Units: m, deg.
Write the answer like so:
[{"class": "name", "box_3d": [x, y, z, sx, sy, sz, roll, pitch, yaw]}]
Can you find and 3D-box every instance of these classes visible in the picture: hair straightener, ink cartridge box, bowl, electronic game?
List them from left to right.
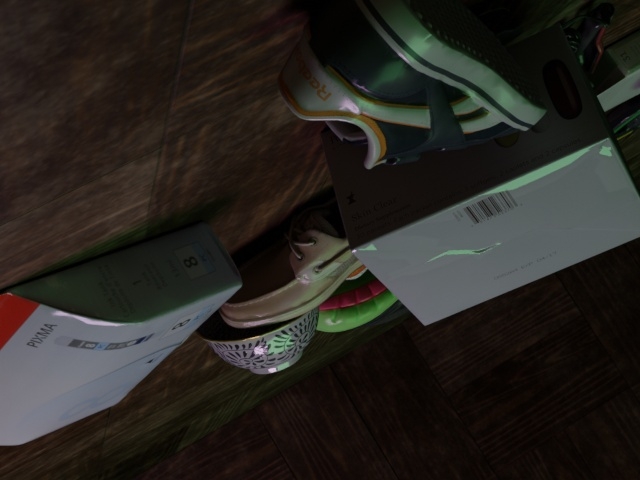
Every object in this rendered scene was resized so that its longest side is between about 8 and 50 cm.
[{"class": "ink cartridge box", "box_3d": [-0.301, 0.135, 1.279, 0.385, 0.091, 0.308, -23, 167, -45]}, {"class": "bowl", "box_3d": [-0.068, 0.118, 1.626, 0.170, 0.080, 0.170, -16, -159, 6]}, {"class": "hair straightener", "box_3d": [0.287, -0.214, 1.453, 0.089, 0.047, 0.230, -30, 176, -2]}, {"class": "ink cartridge box", "box_3d": [0.376, -0.207, 1.747, 0.235, 0.056, 0.171, -28, 170, -16]}, {"class": "electronic game", "box_3d": [0.583, -0.233, 2.277, 0.229, 0.048, 0.229, -30, 170, -6]}]

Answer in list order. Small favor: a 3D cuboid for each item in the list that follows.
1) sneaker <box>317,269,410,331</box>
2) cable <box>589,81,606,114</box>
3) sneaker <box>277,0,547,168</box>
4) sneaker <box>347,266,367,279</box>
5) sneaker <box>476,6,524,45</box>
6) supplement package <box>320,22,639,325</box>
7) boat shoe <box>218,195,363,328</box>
[{"class": "sneaker", "box_3d": [0.153, -0.002, 1.820, 0.483, 0.185, 0.202, -18, 173, -18]}, {"class": "cable", "box_3d": [0.234, -0.089, 1.595, 0.072, 0.139, 0.287, 22, 148, -27]}, {"class": "sneaker", "box_3d": [0.073, -0.130, 1.020, 0.127, 0.126, 0.321, -40, 157, 19]}, {"class": "sneaker", "box_3d": [0.077, -0.022, 1.647, 0.175, 0.064, 0.067, -52, 162, -11]}, {"class": "sneaker", "box_3d": [0.104, -0.154, 1.193, 0.089, 0.051, 0.170, -12, 155, -51]}, {"class": "supplement package", "box_3d": [0.167, -0.058, 1.275, 0.262, 0.145, 0.204, -24, 146, 15]}, {"class": "boat shoe", "box_3d": [0.000, 0.000, 1.549, 0.302, 0.109, 0.098, -28, 134, 1]}]
